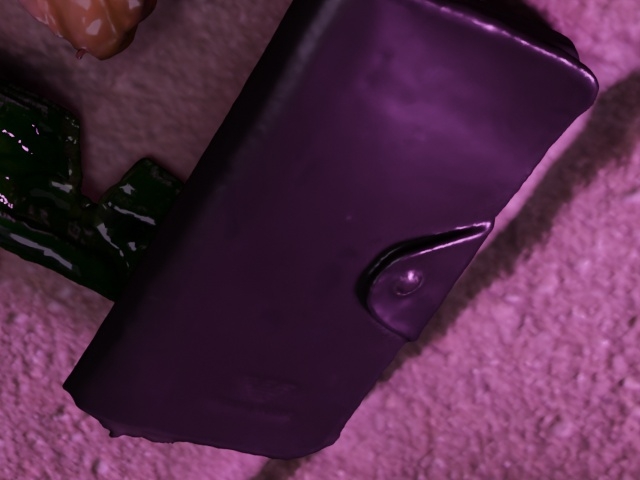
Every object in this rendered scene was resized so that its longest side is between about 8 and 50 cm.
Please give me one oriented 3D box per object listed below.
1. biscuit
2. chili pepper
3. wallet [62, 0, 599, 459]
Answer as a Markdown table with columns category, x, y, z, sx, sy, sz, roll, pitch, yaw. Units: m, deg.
| category | x | y | z | sx | sy | sz | roll | pitch | yaw |
| --- | --- | --- | --- | --- | --- | --- | --- | --- | --- |
| biscuit | -0.153 | -0.198 | 0.940 | 0.118 | 0.061 | 0.183 | -32 | 110 | 26 |
| chili pepper | -0.184 | -0.036 | 1.031 | 0.253 | 0.083 | 0.099 | 32 | 113 | -9 |
| wallet | 0.000 | 0.000 | 0.985 | 0.197 | 0.051 | 0.377 | 18 | 126 | -26 |
